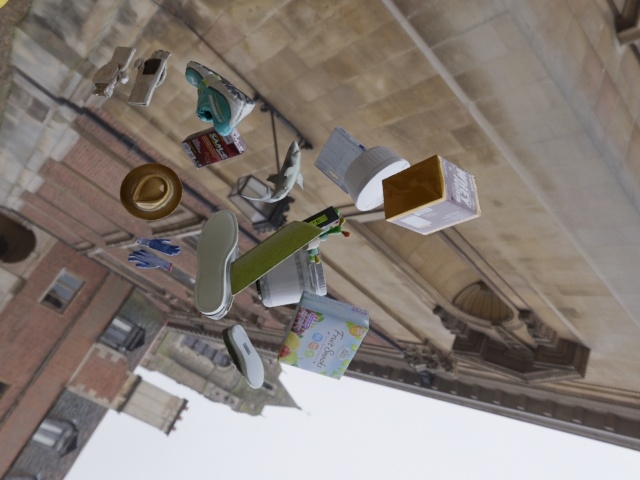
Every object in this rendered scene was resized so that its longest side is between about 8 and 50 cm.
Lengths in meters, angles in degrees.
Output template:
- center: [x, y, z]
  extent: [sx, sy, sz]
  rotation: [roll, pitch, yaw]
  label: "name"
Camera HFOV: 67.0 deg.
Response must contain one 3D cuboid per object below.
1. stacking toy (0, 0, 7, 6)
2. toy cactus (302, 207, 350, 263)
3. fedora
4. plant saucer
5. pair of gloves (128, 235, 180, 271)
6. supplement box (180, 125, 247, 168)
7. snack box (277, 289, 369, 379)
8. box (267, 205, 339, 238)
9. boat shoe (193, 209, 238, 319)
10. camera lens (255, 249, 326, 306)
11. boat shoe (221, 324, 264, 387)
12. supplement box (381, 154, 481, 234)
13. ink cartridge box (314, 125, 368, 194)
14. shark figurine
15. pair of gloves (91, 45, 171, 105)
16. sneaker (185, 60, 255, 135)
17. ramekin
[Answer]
- center: [-0.943, -0.696, 1.258]
  extent: [0.351, 0.350, 0.480]
  rotation: [-22, -179, 42]
  label: "stacking toy"
- center: [0.000, 0.000, 1.568]
  extent: [0.219, 0.112, 0.181]
  rotation: [-52, 166, 33]
  label: "toy cactus"
- center: [-0.531, -0.154, 1.516]
  extent: [0.194, 0.194, 0.079]
  rotation: [-54, -167, -8]
  label: "fedora"
- center: [-0.096, 0.022, 0.881]
  extent: [0.188, 0.045, 0.188]
  rotation: [-36, -176, -10]
  label: "plant saucer"
- center: [-0.604, 0.047, 1.771]
  extent: [0.198, 0.160, 0.023]
  rotation: [-91, -158, -58]
  label: "pair of gloves"
- center: [-0.432, -0.386, 1.959]
  extent: [0.240, 0.130, 0.073]
  rotation: [-11, -146, 29]
  label: "supplement box"
- center: [0.005, 0.240, 1.207]
  extent: [0.070, 0.175, 0.207]
  rotation: [-81, -168, -55]
  label: "snack box"
- center: [-0.068, -0.003, 1.158]
  extent: [0.184, 0.045, 0.191]
  rotation: [-26, 175, -26]
  label: "box"
- center: [-0.277, 0.064, 1.319]
  extent: [0.109, 0.091, 0.304]
  rotation: [0, -116, 8]
  label: "boat shoe"
- center: [-0.127, 0.149, 1.996]
  extent: [0.275, 0.219, 0.219]
  rotation: [-9, -147, -3]
  label: "camera lens"
- center: [-0.254, 0.380, 1.578]
  extent: [0.070, 0.219, 0.078]
  rotation: [-22, -179, 35]
  label: "boat shoe"
- center: [0.312, -0.121, 1.370]
  extent: [0.191, 0.194, 0.129]
  rotation: [-22, -118, 42]
  label: "supplement box"
- center: [0.105, -0.354, 2.145]
  extent: [0.045, 0.223, 0.224]
  rotation: [-39, 169, -48]
  label: "ink cartridge box"
- center: [-0.152, -0.194, 1.642]
  extent: [0.116, 0.166, 0.278]
  rotation: [12, -127, 26]
  label: "shark figurine"
- center: [-0.594, -0.521, 1.503]
  extent: [0.240, 0.042, 0.204]
  rotation: [17, -109, 20]
  label: "pair of gloves"
- center: [-0.259, -0.334, 1.126]
  extent: [0.110, 0.107, 0.275]
  rotation: [-54, -134, 13]
  label: "sneaker"
- center: [0.214, -0.255, 1.924]
  extent: [0.273, 0.273, 0.127]
  rotation: [-43, -114, 13]
  label: "ramekin"
